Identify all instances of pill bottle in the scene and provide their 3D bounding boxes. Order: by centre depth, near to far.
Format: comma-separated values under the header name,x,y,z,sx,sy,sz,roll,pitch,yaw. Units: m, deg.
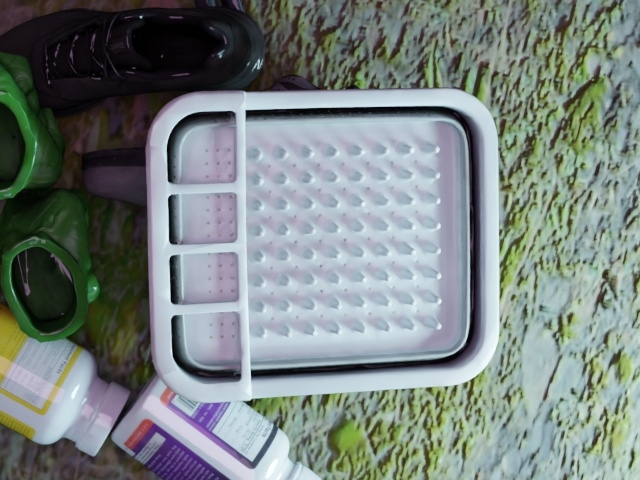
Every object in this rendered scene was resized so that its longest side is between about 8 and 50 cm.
name,x,y,z,sx,sy,sz,roll,pitch,yaw
pill bottle,-0.282,0.134,1.757,0.184,0.103,0.103,30,88,-4
pill bottle,-0.099,0.207,1.770,0.193,0.108,0.108,37,87,-4

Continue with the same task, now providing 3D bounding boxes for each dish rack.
name,x,y,z,sx,sy,sz,roll,pitch,yaw
dish rack,0.000,0.000,1.700,0.332,0.072,0.286,-2,96,-12

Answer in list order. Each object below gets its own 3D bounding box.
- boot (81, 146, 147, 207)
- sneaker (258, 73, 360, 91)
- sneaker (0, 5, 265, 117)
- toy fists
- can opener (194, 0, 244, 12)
name,x,y,z,sx,sy,sz,roll,pitch,yaw
boot,-0.082,0.033,1.768,0.338,0.118,0.223,10,91,-2
sneaker,-0.044,-0.125,1.803,0.188,0.067,0.078,-1,63,1
sneaker,-0.203,-0.182,1.738,0.286,0.130,0.109,-9,90,10
toy fists,-0.276,-0.045,1.711,0.096,0.142,0.279,-19,111,-4
can opener,-0.112,-0.273,1.794,0.059,0.073,0.186,-11,100,-13
